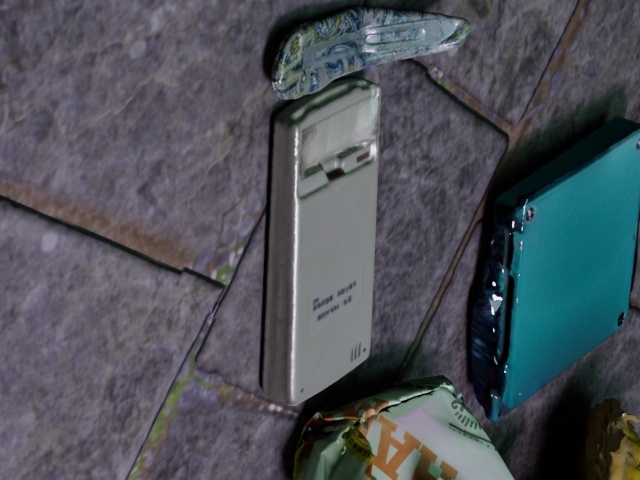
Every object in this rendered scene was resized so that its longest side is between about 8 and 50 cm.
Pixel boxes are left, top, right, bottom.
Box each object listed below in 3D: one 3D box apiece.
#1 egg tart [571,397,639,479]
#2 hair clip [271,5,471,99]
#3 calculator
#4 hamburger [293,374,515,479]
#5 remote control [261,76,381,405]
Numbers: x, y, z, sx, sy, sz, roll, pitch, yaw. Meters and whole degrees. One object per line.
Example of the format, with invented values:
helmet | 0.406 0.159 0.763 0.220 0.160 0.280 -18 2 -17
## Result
egg tart | 0.339 0.326 2.146 0.295 0.116 0.294 6 90 -88
hair clip | 0.038 -0.162 1.586 0.229 0.036 0.066 -17 120 -41
calculator | 0.246 0.022 1.972 0.248 0.058 0.274 -34 136 -39
hamburger | 0.080 0.250 1.778 0.214 0.125 0.235 -21 88 -44
remote control | 0.000 0.000 1.645 0.123 0.038 0.285 -31 132 -42
